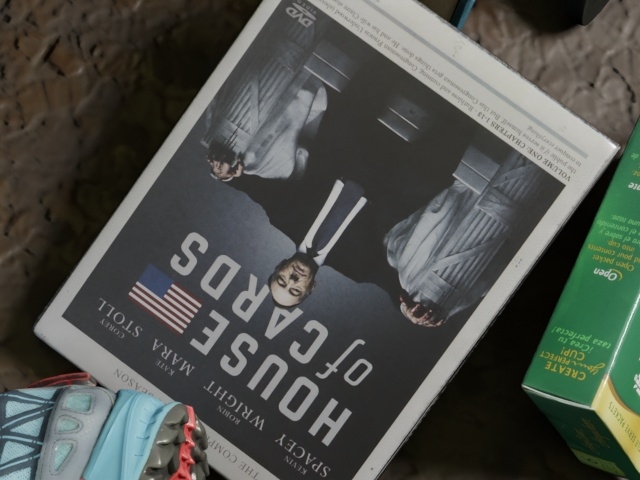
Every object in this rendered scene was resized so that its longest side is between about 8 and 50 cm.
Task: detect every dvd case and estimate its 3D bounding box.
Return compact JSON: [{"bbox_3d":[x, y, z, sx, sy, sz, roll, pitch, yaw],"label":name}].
[{"bbox_3d":[0.000,0.000,0.916,0.179,0.029,0.239,36,96,6],"label":"dvd case"}]

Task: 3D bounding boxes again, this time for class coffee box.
[{"bbox_3d":[0.162,0.015,0.924,0.040,0.113,0.184,17,72,29],"label":"coffee box"}]

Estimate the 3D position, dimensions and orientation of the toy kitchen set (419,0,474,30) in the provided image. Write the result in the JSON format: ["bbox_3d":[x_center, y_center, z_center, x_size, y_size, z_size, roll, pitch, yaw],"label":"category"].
[{"bbox_3d":[0.121,-0.208,0.973,0.166,0.122,0.207,5,75,-3],"label":"toy kitchen set"}]

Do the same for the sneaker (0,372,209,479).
[{"bbox_3d":[-0.150,0.184,0.876,0.125,0.104,0.262,16,66,22],"label":"sneaker"}]

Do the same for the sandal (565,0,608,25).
[{"bbox_3d":[0.159,-0.175,0.942,0.040,0.179,0.067,31,54,21],"label":"sandal"}]
